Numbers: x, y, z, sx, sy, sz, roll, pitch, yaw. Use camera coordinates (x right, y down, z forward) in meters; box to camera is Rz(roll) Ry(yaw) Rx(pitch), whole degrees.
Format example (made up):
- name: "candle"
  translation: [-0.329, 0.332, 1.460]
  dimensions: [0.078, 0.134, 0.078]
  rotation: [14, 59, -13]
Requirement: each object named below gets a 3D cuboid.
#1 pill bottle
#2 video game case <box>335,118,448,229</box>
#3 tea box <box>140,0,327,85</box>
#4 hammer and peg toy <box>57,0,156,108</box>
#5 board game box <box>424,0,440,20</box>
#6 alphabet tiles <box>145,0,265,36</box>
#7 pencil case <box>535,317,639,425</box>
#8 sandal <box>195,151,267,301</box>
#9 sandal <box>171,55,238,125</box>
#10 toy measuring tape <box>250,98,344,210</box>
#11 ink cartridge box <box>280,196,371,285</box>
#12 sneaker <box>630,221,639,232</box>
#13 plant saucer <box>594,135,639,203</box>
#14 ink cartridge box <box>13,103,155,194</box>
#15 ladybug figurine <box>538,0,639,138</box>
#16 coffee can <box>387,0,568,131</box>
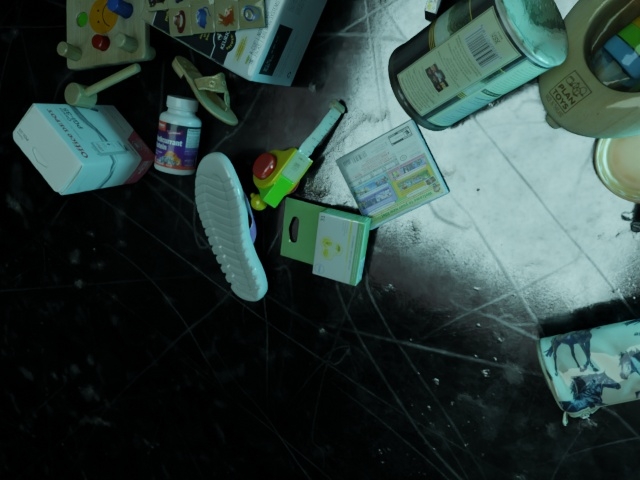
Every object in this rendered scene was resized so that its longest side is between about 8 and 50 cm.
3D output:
- name: "pill bottle"
  translation: [-0.372, -0.277, 1.460]
  dimensions: [0.108, 0.108, 0.193]
  rotation: [16, 107, 17]
- name: "video game case"
  translation: [0.168, -0.154, 1.327]
  dimensions: [0.213, 0.023, 0.193]
  rotation: [-26, 92, 23]
- name: "tea box"
  translation: [-0.173, -0.572, 1.257]
  dimensions: [0.324, 0.220, 0.328]
  rotation: [33, 110, 11]
- name: "hammer and peg toy"
  translation: [-0.542, -0.523, 1.433]
  dimensions: [0.266, 0.127, 0.361]
  rotation: [-1, 90, 21]
- name: "board game box"
  translation: [0.243, -0.513, 1.145]
  dimensions: [0.026, 0.154, 0.103]
  rotation: [19, 108, 5]
- name: "alphabet tiles"
  translation: [-0.222, -0.579, 1.149]
  dimensions: [0.343, 0.011, 0.284]
  rotation: [3, 102, 20]
- name: "pencil case"
  translation: [0.675, 0.252, 1.145]
  dimensions: [0.411, 0.160, 0.183]
  rotation: [-18, 86, 23]
- name: "sandal"
  translation: [-0.224, -0.038, 1.469]
  dimensions: [0.170, 0.102, 0.416]
  rotation: [6, 117, 35]
- name: "sandal"
  translation: [-0.280, -0.402, 1.408]
  dimensions: [0.240, 0.088, 0.079]
  rotation: [48, 119, 11]
- name: "toy measuring tape"
  translation: [-0.073, -0.216, 1.374]
  dimensions: [0.121, 0.121, 0.330]
  rotation: [38, 96, 10]
- name: "ink cartridge box"
  translation: [0.000, 0.000, 1.395]
  dimensions: [0.235, 0.056, 0.171]
  rotation: [15, 113, 18]
- name: "sneaker"
  translation: [0.754, -0.009, 1.098]
  dimensions: [0.269, 0.101, 0.153]
  rotation: [28, 131, -4]
- name: "plant saucer"
  translation: [0.663, -0.175, 1.124]
  dimensions: [0.200, 0.037, 0.199]
  rotation: [4, 102, 20]
- name: "ink cartridge box"
  translation: [-0.609, -0.245, 1.462]
  dimensions: [0.117, 0.283, 0.207]
  rotation: [-42, 85, 24]
- name: "ladybug figurine"
  translation: [0.613, -0.360, 1.013]
  dimensions: [0.449, 0.162, 0.305]
  rotation: [-37, 69, 29]
- name: "coffee can"
  translation: [0.298, -0.361, 1.079]
  dimensions: [0.275, 0.202, 0.201]
  rotation: [-25, 92, 50]
